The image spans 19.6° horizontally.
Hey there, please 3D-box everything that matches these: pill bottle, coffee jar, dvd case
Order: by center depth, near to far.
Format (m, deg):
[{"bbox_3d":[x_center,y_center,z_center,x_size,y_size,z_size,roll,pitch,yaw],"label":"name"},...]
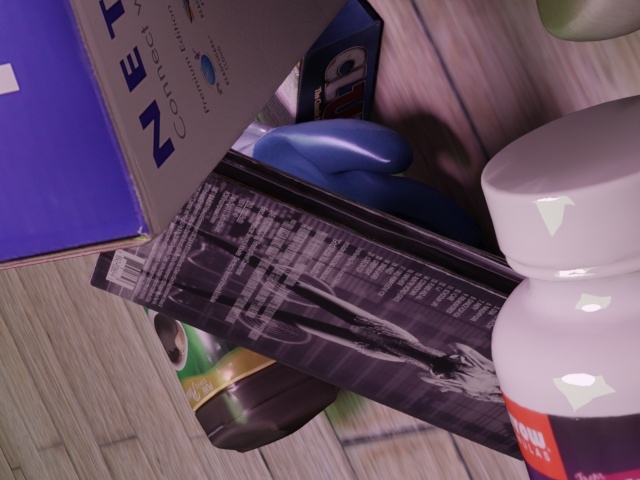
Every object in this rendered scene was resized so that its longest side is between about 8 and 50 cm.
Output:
[{"bbox_3d":[0.115,0.057,0.576,0.108,0.108,0.194,19,131,64],"label":"pill bottle"},{"bbox_3d":[0.024,0.029,0.707,0.221,0.018,0.164,23,158,-4],"label":"dvd case"},{"bbox_3d":[-0.058,0.024,1.023,0.184,0.079,0.096,63,158,7],"label":"coffee jar"}]

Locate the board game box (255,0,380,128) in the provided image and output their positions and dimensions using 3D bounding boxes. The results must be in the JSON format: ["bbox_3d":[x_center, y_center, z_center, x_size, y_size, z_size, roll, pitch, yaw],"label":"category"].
[{"bbox_3d":[-0.059,-0.126,0.898,0.243,0.042,0.165,54,158,27],"label":"board game box"}]

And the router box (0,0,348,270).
[{"bbox_3d":[-0.091,-0.197,0.571,0.301,0.082,0.336,-61,-44,-63],"label":"router box"}]

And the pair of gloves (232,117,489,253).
[{"bbox_3d":[0.000,0.000,0.843,0.159,0.023,0.198,29,149,11],"label":"pair of gloves"}]

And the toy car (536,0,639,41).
[{"bbox_3d":[0.052,-0.138,0.493,0.182,0.159,0.136,166,118,-73],"label":"toy car"}]
